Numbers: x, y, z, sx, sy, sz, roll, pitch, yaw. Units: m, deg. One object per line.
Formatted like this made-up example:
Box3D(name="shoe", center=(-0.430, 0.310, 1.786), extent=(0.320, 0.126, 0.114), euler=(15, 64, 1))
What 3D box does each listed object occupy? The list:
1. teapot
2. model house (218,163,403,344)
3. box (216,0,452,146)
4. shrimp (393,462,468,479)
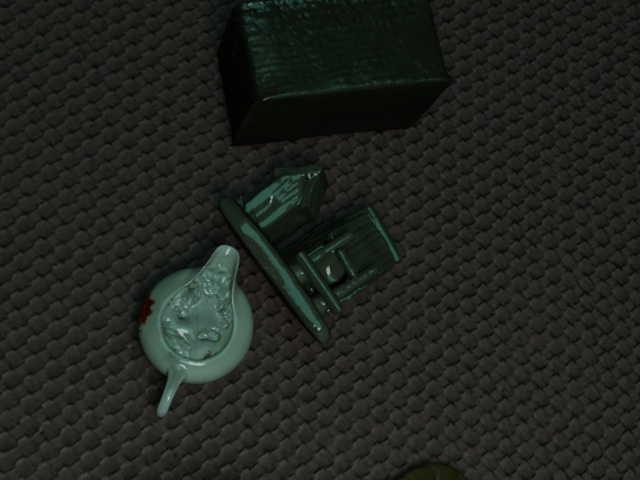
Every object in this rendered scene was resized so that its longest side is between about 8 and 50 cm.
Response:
Box3D(name="teapot", center=(-0.160, 0.117, 1.504), extent=(0.145, 0.092, 0.226), euler=(19, 73, -4))
Box3D(name="model house", center=(-0.006, 0.005, 1.554), extent=(0.188, 0.122, 0.229), euler=(-33, 81, -21))
Box3D(name="box", center=(0.014, -0.229, 1.592), extent=(0.273, 0.184, 0.143), euler=(-8, 78, -15))
Box3D(name="shrimp", center=(0.105, 0.405, 1.503), extent=(0.262, 0.051, 0.198), euler=(-23, 81, -20))
